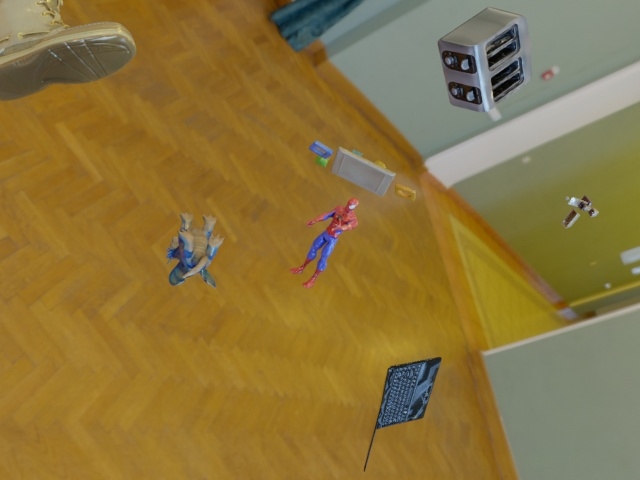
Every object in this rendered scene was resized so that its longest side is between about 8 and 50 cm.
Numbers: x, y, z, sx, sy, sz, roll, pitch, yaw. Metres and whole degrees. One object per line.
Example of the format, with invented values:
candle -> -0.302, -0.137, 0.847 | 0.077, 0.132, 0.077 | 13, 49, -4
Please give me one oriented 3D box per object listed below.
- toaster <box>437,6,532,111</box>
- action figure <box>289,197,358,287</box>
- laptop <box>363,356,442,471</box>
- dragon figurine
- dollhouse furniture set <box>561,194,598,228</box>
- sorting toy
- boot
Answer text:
toaster -> 0.359, -0.389, 1.301 | 0.110, 0.186, 0.168 | 39, -21, 46
action figure -> 0.000, 0.000, 1.580 | 0.091, 0.280, 0.139 | 46, 23, 25
laptop -> 0.222, 0.461, 1.626 | 0.264, 0.234, 0.136 | -5, 32, -24
dragon figurine -> -0.236, 0.041, 1.134 | 0.085, 0.144, 0.289 | 5, 25, -21
dollhouse furniture set -> 0.774, -0.080, 1.866 | 0.081, 0.114, 0.091 | 14, 36, -20
sorting toy -> 0.129, -0.210, 1.799 | 0.047, 0.348, 0.196 | -63, 179, -15
boot -> -0.421, -0.344, 0.965 | 0.095, 0.262, 0.203 | 54, 25, -62
